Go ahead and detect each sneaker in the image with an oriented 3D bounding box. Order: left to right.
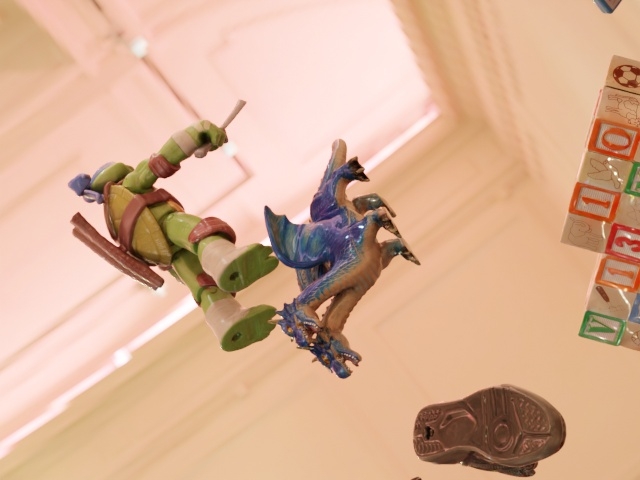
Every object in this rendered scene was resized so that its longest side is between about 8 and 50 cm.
[{"bbox_3d":[0.210,0.204,1.834,0.130,0.087,0.227,7,-15,-29],"label":"sneaker"}]

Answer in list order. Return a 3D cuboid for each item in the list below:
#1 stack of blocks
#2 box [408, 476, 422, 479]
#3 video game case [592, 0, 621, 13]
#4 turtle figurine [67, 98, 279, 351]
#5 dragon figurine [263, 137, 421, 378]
[{"bbox_3d":[0.318,-0.020,1.612,0.297,0.171,0.087,96,-169,-49],"label":"stack of blocks"},{"bbox_3d":[0.044,0.305,1.196,0.183,0.231,0.056,-30,-4,26],"label":"box"},{"bbox_3d":[0.250,-0.308,1.578,0.119,0.166,0.015,-52,29,-12],"label":"video game case"},{"bbox_3d":[-0.112,-0.022,1.874,0.274,0.266,0.198,10,-62,-44],"label":"turtle figurine"},{"bbox_3d":[0.000,0.000,1.618,0.144,0.289,0.085,-31,-46,6],"label":"dragon figurine"}]
